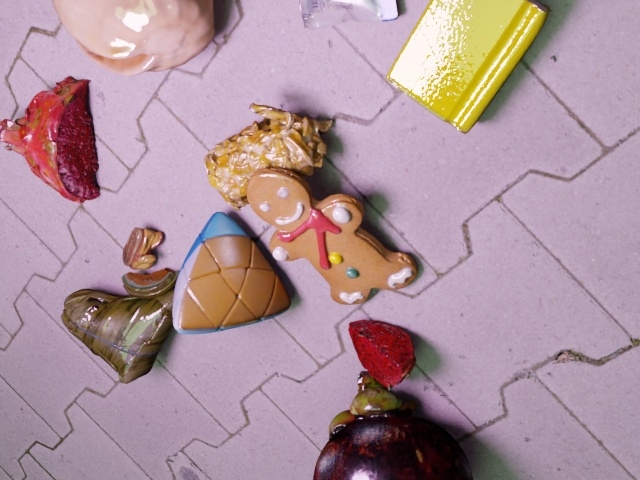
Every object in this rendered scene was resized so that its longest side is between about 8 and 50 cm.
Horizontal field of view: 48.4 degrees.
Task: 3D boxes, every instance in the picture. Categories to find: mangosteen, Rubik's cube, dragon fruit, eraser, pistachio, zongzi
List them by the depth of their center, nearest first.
[{"bbox_3d":[0.216,-0.288,1.059,0.158,0.069,0.226,36,126,5],"label":"eraser"},{"bbox_3d":[-0.327,-0.395,1.217,0.317,0.214,0.193,21,163,24],"label":"pistachio"},{"bbox_3d":[0.129,0.218,1.362,0.162,0.083,0.106,32,139,40],"label":"dragon fruit"},{"bbox_3d":[0.136,0.443,1.381,0.305,0.360,0.306,-2,138,-2],"label":"mangosteen"},{"bbox_3d":[-0.229,0.117,1.406,0.254,0.254,0.255,12,119,21],"label":"Rubik's cube"},{"bbox_3d":[-0.573,-0.199,1.467,0.211,0.134,0.262,13,120,24],"label":"dragon fruit"},{"bbox_3d":[-0.438,0.142,1.594,0.250,0.125,0.274,35,109,10],"label":"zongzi"}]

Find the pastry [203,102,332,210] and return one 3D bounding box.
[{"bbox_3d":[-0.097,-0.158,1.265,0.250,0.102,0.154,-25,95,35],"label":"pastry"}]

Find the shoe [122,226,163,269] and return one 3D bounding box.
[{"bbox_3d":[-0.377,0.021,1.519,0.072,0.069,0.109,41,123,49],"label":"shoe"}]

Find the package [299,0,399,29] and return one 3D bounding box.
[{"bbox_3d":[0.034,-0.422,1.110,0.173,0.027,0.171,3,113,26],"label":"package"}]

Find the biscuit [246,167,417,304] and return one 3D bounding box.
[{"bbox_3d":[0.000,0.000,1.268,0.216,0.047,0.340,-27,121,33],"label":"biscuit"}]

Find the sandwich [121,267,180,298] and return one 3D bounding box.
[{"bbox_3d":[-0.365,0.090,1.536,0.135,0.067,0.029,-13,141,8],"label":"sandwich"}]
